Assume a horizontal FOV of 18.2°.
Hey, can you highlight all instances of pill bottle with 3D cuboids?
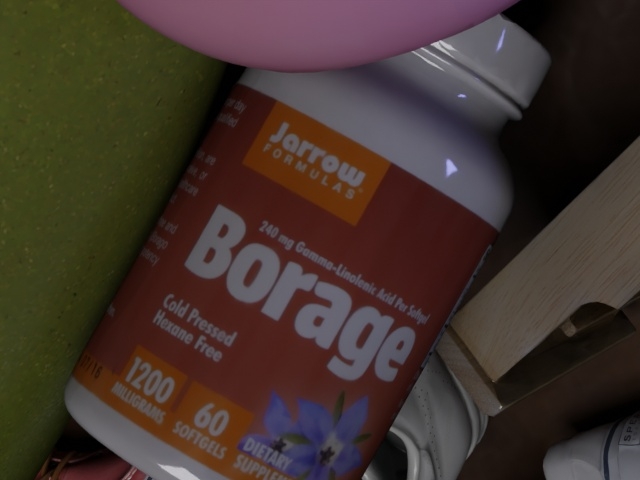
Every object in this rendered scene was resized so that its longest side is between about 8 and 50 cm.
[{"bbox_3d":[0.000,0.000,0.787,0.121,0.121,0.216,29,90,0],"label":"pill bottle"}]

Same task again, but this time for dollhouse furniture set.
[{"bbox_3d":[0.188,0.075,0.774,0.242,0.212,0.161,54,131,13],"label":"dollhouse furniture set"}]

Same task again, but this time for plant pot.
[{"bbox_3d":[-0.170,-0.033,0.831,0.275,0.275,0.293,39,115,-9],"label":"plant pot"}]

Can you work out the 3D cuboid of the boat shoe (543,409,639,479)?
[{"bbox_3d":[0.182,0.176,0.947,0.076,0.083,0.226,-14,108,44],"label":"boat shoe"}]

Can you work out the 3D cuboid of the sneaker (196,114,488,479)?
[{"bbox_3d":[0.005,0.040,0.896,0.080,0.094,0.212,-19,117,35],"label":"sneaker"}]

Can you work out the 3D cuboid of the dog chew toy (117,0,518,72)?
[{"bbox_3d":[-0.024,-0.225,0.637,0.207,0.206,0.332,-7,115,28],"label":"dog chew toy"}]

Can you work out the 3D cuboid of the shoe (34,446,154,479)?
[{"bbox_3d":[-0.143,0.136,1.056,0.081,0.063,0.178,37,136,-14],"label":"shoe"}]
